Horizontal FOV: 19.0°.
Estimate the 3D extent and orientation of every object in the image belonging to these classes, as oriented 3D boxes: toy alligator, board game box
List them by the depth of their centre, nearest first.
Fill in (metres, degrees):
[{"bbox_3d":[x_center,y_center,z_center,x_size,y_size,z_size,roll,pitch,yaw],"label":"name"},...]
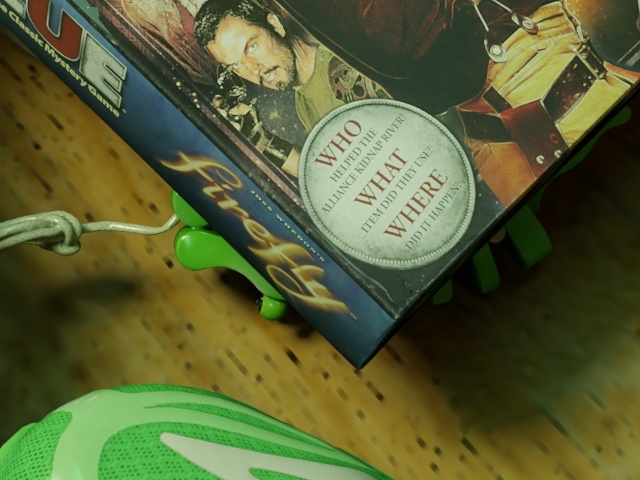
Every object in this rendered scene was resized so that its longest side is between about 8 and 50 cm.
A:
[{"bbox_3d":[0.036,-0.104,0.526,0.165,0.042,0.243,43,64,6],"label":"board game box"},{"bbox_3d":[0.000,0.000,0.548,0.189,0.056,0.051,-13,96,-6],"label":"toy alligator"}]

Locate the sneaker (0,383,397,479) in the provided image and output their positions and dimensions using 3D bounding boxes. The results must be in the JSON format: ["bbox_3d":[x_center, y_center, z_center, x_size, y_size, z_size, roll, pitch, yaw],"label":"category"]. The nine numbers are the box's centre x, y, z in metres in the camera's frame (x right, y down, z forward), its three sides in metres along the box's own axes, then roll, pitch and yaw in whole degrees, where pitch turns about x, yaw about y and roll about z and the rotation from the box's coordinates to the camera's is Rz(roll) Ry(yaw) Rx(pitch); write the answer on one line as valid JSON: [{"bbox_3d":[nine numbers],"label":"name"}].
[{"bbox_3d":[0.052,0.107,0.414,0.295,0.123,0.109,32,50,21],"label":"sneaker"}]

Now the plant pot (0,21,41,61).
[{"bbox_3d":[-0.029,-0.091,0.585,0.096,0.109,0.109,43,68,16],"label":"plant pot"}]
